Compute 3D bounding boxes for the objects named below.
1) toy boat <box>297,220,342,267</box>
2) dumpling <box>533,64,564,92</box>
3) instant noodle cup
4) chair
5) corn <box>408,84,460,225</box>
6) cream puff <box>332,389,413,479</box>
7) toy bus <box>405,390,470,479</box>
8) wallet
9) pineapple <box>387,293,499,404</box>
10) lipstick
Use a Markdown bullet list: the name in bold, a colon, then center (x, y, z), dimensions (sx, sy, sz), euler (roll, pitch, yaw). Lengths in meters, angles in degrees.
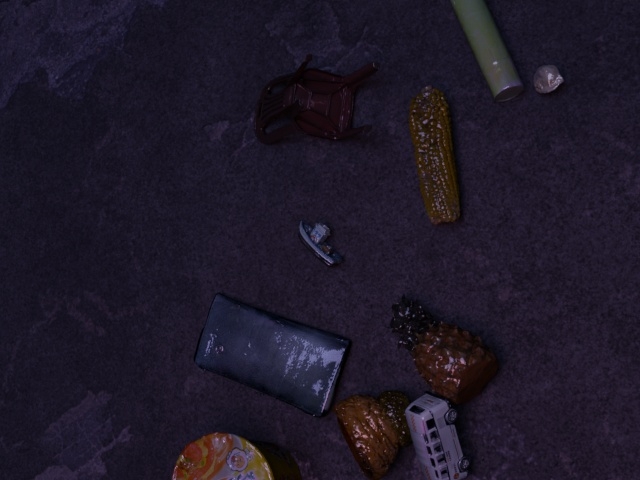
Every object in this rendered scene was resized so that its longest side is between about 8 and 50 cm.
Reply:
- **toy boat**: center (0.000, 0.000, 2.050), dimensions (0.140, 0.059, 0.066), euler (44, 110, 26)
- **dumpling**: center (0.487, -0.349, 1.911), dimensions (0.057, 0.052, 0.076), euler (-39, 69, -1)
- **instant noodle cup**: center (-0.169, 0.548, 1.935), dimensions (0.264, 0.200, 0.264), euler (-5, 78, 23)
- **chair**: center (-0.020, -0.320, 2.097), dimensions (0.326, 0.183, 0.176), euler (170, 109, -68)
- **corn**: center (0.254, -0.189, 1.962), dimensions (0.097, 0.097, 0.320), euler (-12, 76, 21)
- **cream puff**: center (0.136, 0.394, 1.872), dimensions (0.169, 0.183, 0.183), euler (-26, 68, -10)
- **toy bus**: center (0.236, 0.411, 1.804), dimensions (0.087, 0.089, 0.194), euler (11, 121, 60)
- **wallet**: center (-0.118, 0.262, 2.057), dimensions (0.379, 0.046, 0.191), euler (17, 85, 26)
- **pineapple**: center (0.238, 0.211, 1.866), dimensions (0.158, 0.158, 0.279), euler (-50, 55, 7)
- **lipstick**: center (0.364, -0.454, 1.977), dimensions (0.076, 0.076, 0.304), euler (-25, 71, 17)
